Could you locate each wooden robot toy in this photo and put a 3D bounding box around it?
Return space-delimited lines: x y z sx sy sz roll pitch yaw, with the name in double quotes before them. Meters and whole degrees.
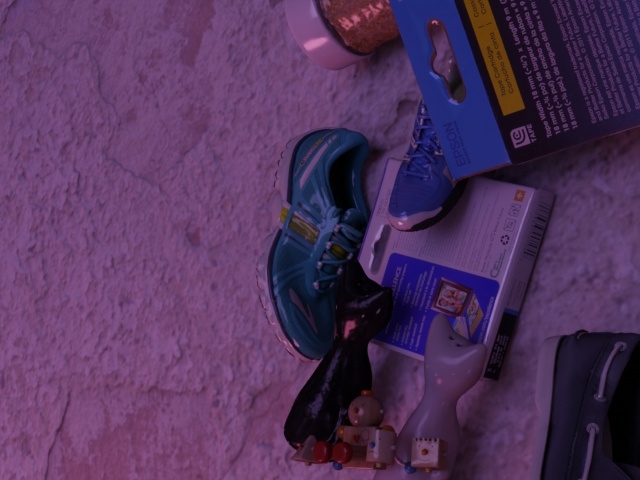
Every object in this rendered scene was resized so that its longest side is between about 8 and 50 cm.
"wooden robot toy" 0.043 0.183 1.279 0.173 0.076 0.079 -6 71 40

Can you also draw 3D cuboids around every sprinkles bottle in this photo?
"sprinkles bottle" 0.125 -0.309 1.450 0.355 0.121 0.121 -23 63 36

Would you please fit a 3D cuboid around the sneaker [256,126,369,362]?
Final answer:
"sneaker" 0.000 0.000 1.488 0.110 0.107 0.275 -6 74 39

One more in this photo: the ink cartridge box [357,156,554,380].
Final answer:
"ink cartridge box" 0.129 0.026 1.400 0.208 0.045 0.206 17 89 44

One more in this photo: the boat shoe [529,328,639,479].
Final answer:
"boat shoe" 0.248 0.215 1.156 0.099 0.116 0.319 -14 48 26

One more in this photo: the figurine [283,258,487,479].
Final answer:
"figurine" 0.073 0.152 1.346 0.215 0.092 0.209 30 113 40

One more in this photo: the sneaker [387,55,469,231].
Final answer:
"sneaker" 0.119 -0.102 1.372 0.080 0.081 0.211 6 57 37

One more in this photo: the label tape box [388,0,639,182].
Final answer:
"label tape box" 0.247 -0.218 1.257 0.334 0.106 0.240 -16 95 39
